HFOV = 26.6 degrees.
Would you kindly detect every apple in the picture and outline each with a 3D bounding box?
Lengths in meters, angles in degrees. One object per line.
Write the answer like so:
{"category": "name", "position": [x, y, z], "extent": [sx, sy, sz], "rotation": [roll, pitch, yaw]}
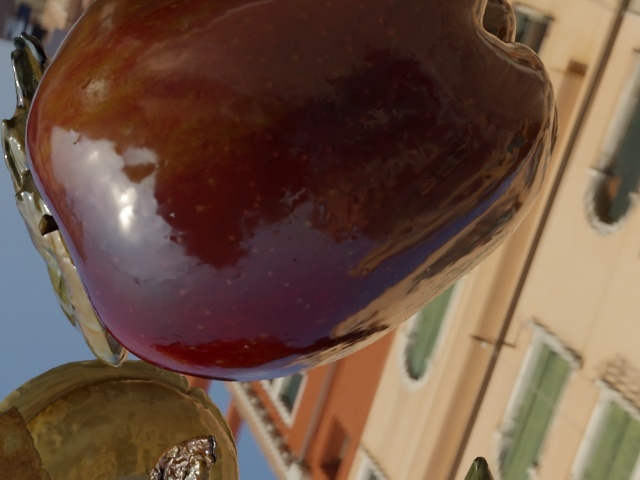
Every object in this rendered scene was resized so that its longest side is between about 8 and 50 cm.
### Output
{"category": "apple", "position": [-0.018, -0.064, 0.830], "extent": [0.316, 0.288, 0.288], "rotation": [-26, -166, 7]}

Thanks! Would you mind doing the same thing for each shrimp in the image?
{"category": "shrimp", "position": [-0.190, -0.015, 0.987], "extent": [0.059, 0.254, 0.145], "rotation": [-14, -151, -5]}

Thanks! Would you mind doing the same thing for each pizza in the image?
{"category": "pizza", "position": [-0.330, 0.237, 1.370], "extent": [0.175, 0.134, 0.046], "rotation": [37, 143, -26]}

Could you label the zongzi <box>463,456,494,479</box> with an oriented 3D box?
{"category": "zongzi", "position": [0.139, 0.363, 1.174], "extent": [0.125, 0.274, 0.251], "rotation": [2, -157, 2]}

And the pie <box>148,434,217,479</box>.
{"category": "pie", "position": [-0.172, 0.312, 1.656], "extent": [0.088, 0.191, 0.033], "rotation": [15, -163, 19]}

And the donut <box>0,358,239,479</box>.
{"category": "donut", "position": [-0.298, 0.368, 1.786], "extent": [0.448, 0.449, 0.198], "rotation": [6, -174, -37]}
